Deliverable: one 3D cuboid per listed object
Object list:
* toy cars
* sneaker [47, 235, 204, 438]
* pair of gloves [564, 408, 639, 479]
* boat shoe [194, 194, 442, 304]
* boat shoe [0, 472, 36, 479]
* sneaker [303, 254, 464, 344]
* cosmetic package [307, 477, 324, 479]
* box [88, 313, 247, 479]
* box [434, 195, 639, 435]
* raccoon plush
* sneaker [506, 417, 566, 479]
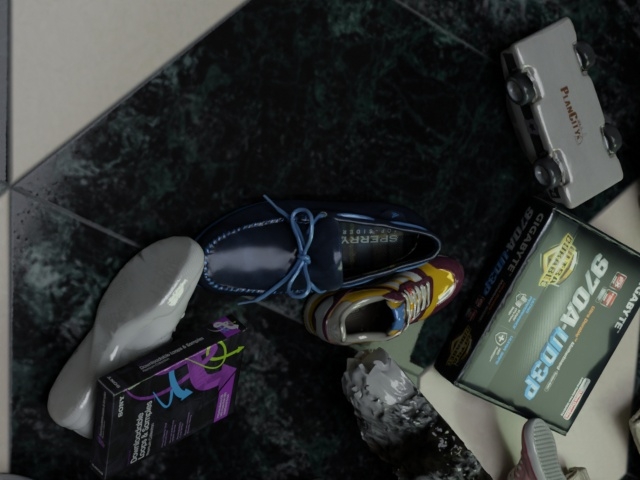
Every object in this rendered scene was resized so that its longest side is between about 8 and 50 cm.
[{"bbox_3d":[0.325,-0.091,1.587,0.393,0.087,0.177,27,80,-26],"label":"toy cars"},{"bbox_3d":[-0.167,0.095,1.384,0.094,0.080,0.212,35,91,-41],"label":"sneaker"},{"bbox_3d":[0.365,0.313,1.721,0.240,0.042,0.204,-41,117,-12],"label":"pair of gloves"},{"bbox_3d":[0.000,0.000,1.431,0.258,0.089,0.109,-14,108,-24],"label":"boat shoe"},{"bbox_3d":[-0.206,0.283,1.380,0.258,0.084,0.095,10,91,-25],"label":"boat shoe"},{"bbox_3d":[0.079,0.067,1.491,0.185,0.084,0.070,-20,110,-22],"label":"sneaker"},{"bbox_3d":[0.008,0.335,1.426,0.107,0.238,0.127,-8,106,-25],"label":"cosmetic package"},{"bbox_3d":[-0.143,0.148,1.375,0.162,0.029,0.116,-24,140,-37],"label":"box"},{"bbox_3d":[0.249,0.084,1.590,0.175,0.051,0.220,27,95,-30],"label":"box"},{"bbox_3d":[0.078,0.360,1.539,0.299,0.216,0.446,-40,95,-2],"label":"raccoon plush"},{"bbox_3d":[0.229,0.253,1.613,0.051,0.070,0.134,-54,131,-44],"label":"sneaker"}]
